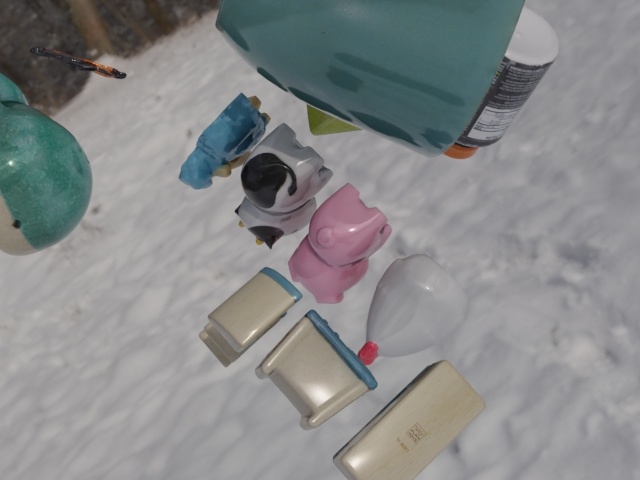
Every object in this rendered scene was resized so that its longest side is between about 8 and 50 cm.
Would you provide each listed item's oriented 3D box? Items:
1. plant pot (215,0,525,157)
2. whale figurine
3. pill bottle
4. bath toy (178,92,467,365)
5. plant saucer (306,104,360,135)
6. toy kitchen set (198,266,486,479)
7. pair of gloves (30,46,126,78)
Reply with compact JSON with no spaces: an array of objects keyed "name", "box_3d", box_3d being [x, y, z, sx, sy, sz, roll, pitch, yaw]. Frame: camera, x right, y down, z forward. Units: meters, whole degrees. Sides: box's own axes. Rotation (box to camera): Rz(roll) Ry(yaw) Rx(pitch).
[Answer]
[{"name":"plant pot","box_3d":[0.037,-0.249,0.928,0.293,0.235,0.292,-164,90,-81]},{"name":"whale figurine","box_3d":[-0.355,-0.108,1.214,0.141,0.216,0.272,-19,41,-2]},{"name":"pill bottle","box_3d":[0.246,-0.229,1.505,0.130,0.130,0.245,-45,-10,-38]},{"name":"bath toy","box_3d":[0.000,0.000,1.070,0.129,0.348,0.151,-46,-19,-3]},{"name":"plant saucer","box_3d":[0.070,-0.250,1.400,0.188,0.188,0.045,-9,8,-15]},{"name":"toy kitchen set","box_3d":[0.010,0.112,0.874,0.122,0.207,0.166,-40,-2,-16]},{"name":"pair of gloves","box_3d":[-0.210,-0.153,0.871,0.083,0.074,0.010,-112,38,-85]}]
